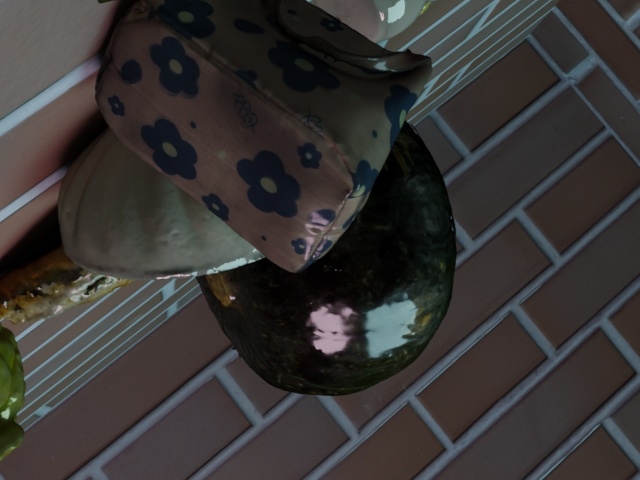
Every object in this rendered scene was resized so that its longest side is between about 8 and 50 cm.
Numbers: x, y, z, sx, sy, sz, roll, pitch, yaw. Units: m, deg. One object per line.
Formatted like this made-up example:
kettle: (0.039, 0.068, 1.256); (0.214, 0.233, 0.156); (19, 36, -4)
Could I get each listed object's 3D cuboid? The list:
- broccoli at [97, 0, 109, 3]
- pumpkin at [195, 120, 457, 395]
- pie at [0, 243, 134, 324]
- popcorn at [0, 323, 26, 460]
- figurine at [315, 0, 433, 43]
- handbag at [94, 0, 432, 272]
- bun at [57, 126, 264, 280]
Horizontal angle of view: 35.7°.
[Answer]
broccoli: (-0.069, -0.222, 0.690); (0.204, 0.118, 0.122); (-23, -156, -10)
pumpkin: (0.000, 0.000, 1.410); (0.343, 0.455, 0.454); (-20, 168, -25)
pie: (-0.288, 0.025, 1.264); (0.308, 0.086, 0.308); (-28, -171, 5)
popcorn: (-0.376, 0.139, 0.856); (0.259, 0.259, 0.212); (-40, -159, 4)
figurine: (0.104, -0.309, 1.050); (0.235, 0.127, 0.155); (-41, 159, -22)
handbag: (-0.040, -0.130, 0.871); (0.193, 0.251, 0.190); (-49, 176, -40)
bun: (-0.153, -0.079, 1.043); (0.263, 0.175, 0.263); (-5, -160, 2)
